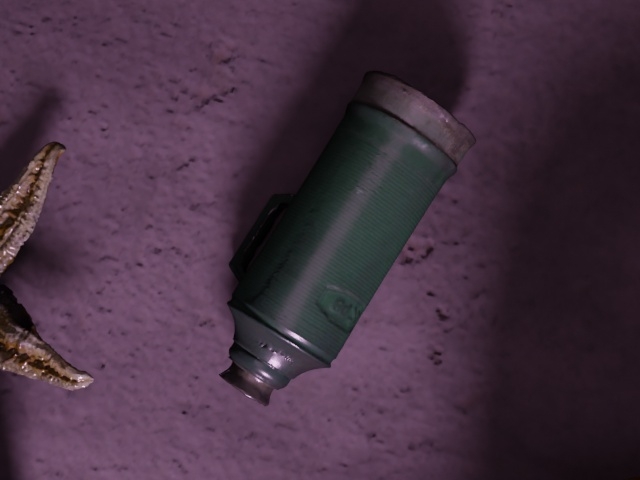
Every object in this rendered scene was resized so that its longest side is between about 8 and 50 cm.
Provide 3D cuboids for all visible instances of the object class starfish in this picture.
[{"bbox_3d":[-0.204,0.011,0.627,0.176,0.053,0.208,-44,89,-5],"label":"starfish"}]

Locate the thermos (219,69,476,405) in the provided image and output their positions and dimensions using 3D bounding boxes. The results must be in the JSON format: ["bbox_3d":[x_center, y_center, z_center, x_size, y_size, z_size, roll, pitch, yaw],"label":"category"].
[{"bbox_3d":[0.003,0.001,0.618,0.083,0.073,0.187,32,85,2],"label":"thermos"}]

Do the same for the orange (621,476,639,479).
[{"bbox_3d":[0.191,0.225,0.508,0.264,0.264,0.264,0,84,0],"label":"orange"}]
